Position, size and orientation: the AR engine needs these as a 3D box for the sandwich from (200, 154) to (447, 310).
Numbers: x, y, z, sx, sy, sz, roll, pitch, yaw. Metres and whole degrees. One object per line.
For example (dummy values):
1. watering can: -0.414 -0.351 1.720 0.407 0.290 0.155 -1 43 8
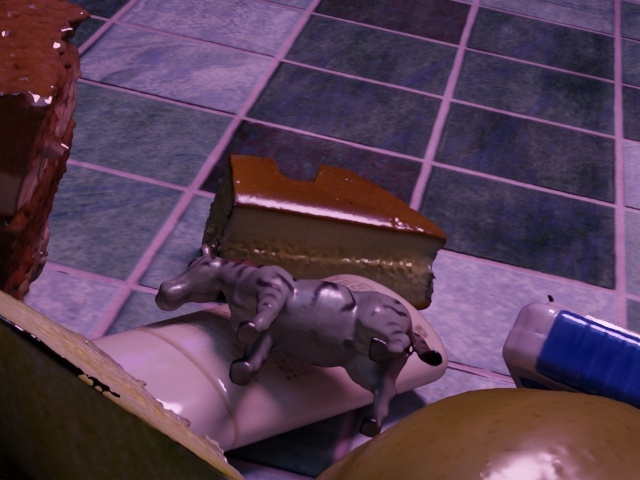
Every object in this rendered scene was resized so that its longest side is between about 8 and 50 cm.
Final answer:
1. sandwich: 0.000 0.000 1.545 0.235 0.122 0.128 9 30 -10

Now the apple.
1. apple: 0.148 0.259 1.068 0.320 0.312 0.360 -21 -7 39

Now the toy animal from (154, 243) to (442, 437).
1. toy animal: -0.029 0.069 1.240 0.255 0.090 0.170 24 23 17

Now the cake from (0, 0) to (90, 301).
1. cake: -0.360 -0.078 1.357 0.282 0.290 0.256 12 27 -1

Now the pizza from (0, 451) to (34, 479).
1. pizza: -0.186 0.214 1.076 0.335 0.086 0.226 -11 36 -36

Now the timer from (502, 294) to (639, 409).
1. timer: 0.257 0.128 1.283 0.178 0.078 0.253 21 -14 19

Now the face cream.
1. face cream: -0.062 0.112 1.331 0.348 0.081 0.173 -14 34 -41

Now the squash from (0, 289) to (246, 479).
1. squash: -0.165 0.088 1.059 0.237 0.155 0.204 33 32 32
